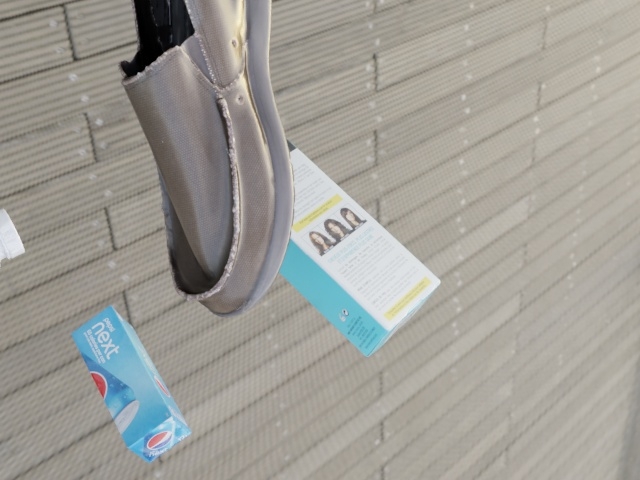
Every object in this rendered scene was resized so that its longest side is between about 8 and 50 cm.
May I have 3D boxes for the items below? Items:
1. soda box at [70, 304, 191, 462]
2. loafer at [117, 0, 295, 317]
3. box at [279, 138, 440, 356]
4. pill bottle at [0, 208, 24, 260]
[{"bbox_3d":[-0.259,0.192,1.136,0.071,0.210,0.067,-35,144,-6],"label":"soda box"},{"bbox_3d":[-0.116,-0.114,0.704,0.130,0.134,0.366,-6,91,-43],"label":"loafer"},{"bbox_3d":[0.000,0.000,0.879,0.100,0.244,0.060,-36,164,-39],"label":"box"},{"bbox_3d":[-0.579,0.023,1.327,0.193,0.108,0.108,-26,129,-22],"label":"pill bottle"}]
